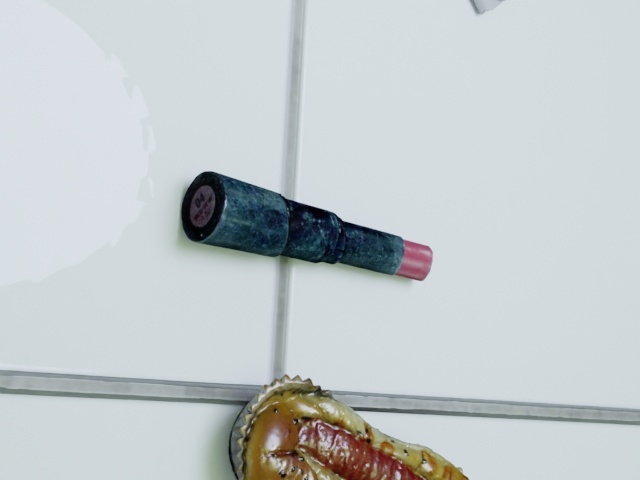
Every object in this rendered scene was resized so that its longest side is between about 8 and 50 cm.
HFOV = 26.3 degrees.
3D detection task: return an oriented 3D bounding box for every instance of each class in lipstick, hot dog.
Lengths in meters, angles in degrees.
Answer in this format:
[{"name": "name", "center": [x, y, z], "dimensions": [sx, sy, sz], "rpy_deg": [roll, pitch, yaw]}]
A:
[{"name": "lipstick", "center": [0.000, 0.000, 1.061], "dimensions": [0.234, 0.053, 0.053], "rpy_deg": [16, 77, -40]}, {"name": "hot dog", "center": [0.028, 0.195, 1.049], "dimensions": [0.252, 0.069, 0.131], "rpy_deg": [38, 66, -28]}]

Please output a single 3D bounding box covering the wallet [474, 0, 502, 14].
[{"name": "wallet", "center": [0.133, -0.264, 1.192], "dimensions": [0.061, 0.025, 0.122], "rpy_deg": [-40, 111, -25]}]
